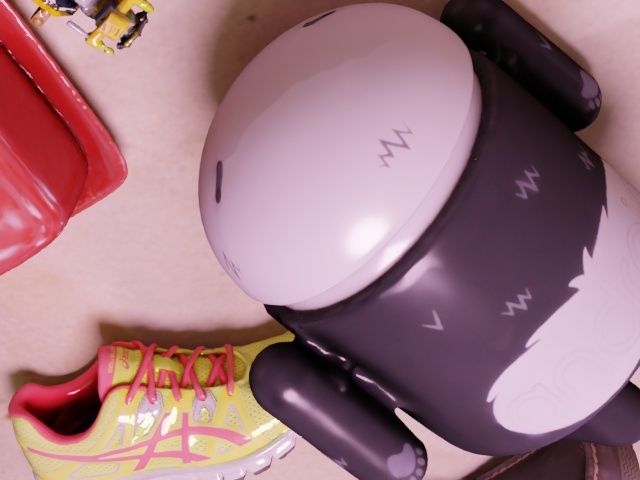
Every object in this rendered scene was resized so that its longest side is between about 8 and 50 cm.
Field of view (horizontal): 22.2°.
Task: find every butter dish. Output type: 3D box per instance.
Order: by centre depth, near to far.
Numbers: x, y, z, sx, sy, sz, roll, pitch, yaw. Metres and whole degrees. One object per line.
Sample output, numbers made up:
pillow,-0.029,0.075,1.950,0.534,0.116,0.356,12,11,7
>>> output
butter dish,-0.199,-0.028,0.828,0.160,0.118,0.160,-26,126,12

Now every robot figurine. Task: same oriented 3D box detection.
robot figurine,0.065,0.001,0.838,0.278,0.209,0.173,37,123,-27

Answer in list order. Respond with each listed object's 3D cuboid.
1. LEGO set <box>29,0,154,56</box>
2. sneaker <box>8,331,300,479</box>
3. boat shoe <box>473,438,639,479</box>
LEGO set,-0.091,-0.212,0.653,0.331,0.192,0.255,-35,123,19
sneaker,-0.091,0.094,0.958,0.208,0.081,0.094,-22,124,11
boat shoe,0.066,0.244,1.060,0.130,0.132,0.355,26,119,-24
